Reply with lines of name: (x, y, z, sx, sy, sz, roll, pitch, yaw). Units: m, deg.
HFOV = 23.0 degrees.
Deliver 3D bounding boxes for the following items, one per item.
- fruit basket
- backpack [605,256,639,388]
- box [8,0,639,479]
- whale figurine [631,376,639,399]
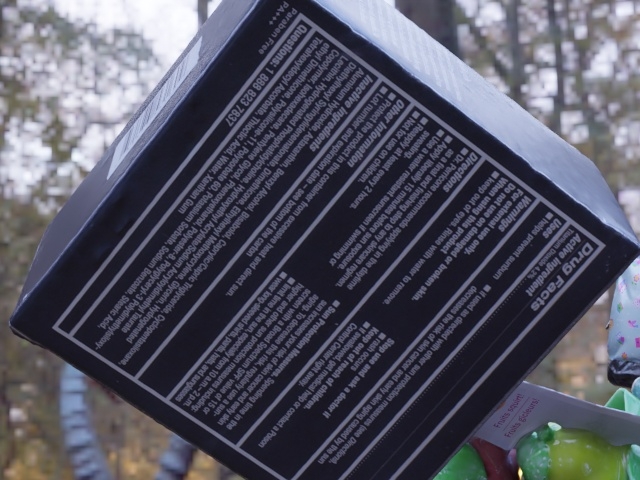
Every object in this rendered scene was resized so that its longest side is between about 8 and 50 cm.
fruit basket: (0.173, 0.248, 1.465, 0.353, 0.165, 0.327, 14, -44, -15)
backpack: (0.431, 0.100, 1.967, 0.115, 0.182, 0.152, 16, -7, -40)
box: (0.000, 0.000, 1.074, 0.294, 0.296, 0.183, 36, 16, -14)
whale figurine: (0.494, 0.175, 1.774, 0.272, 0.216, 0.141, -14, 14, -8)
